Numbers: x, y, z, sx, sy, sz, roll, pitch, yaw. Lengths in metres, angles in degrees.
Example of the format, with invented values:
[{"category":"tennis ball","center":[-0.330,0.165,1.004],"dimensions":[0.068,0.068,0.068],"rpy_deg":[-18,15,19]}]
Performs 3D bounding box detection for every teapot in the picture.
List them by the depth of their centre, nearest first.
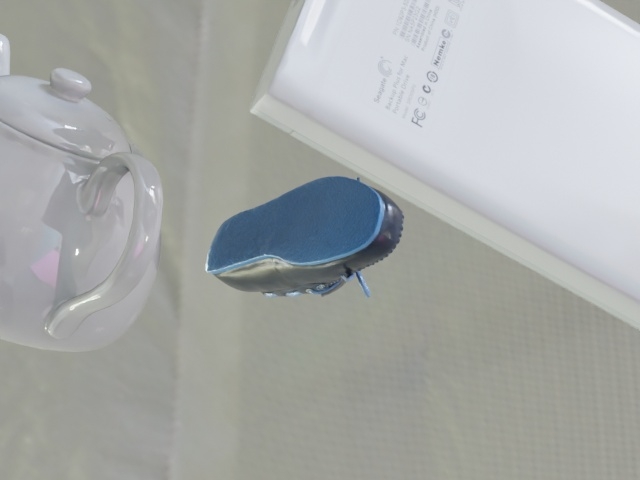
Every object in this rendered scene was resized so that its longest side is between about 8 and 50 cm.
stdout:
[{"category":"teapot","center":[-0.221,-0.041,1.525],"dimensions":[0.256,0.252,0.187],"rpy_deg":[27,-76,6]}]

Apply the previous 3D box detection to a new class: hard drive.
[{"category":"hard drive","center":[0.122,-0.092,1.277],"dimensions":[0.040,0.308,0.203],"rpy_deg":[-40,-155,55]}]

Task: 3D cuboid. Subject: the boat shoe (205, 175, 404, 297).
[{"category":"boat shoe","center":[0.000,0.000,1.794],"dimensions":[0.258,0.089,0.109],"rpy_deg":[-4,-121,56]}]
